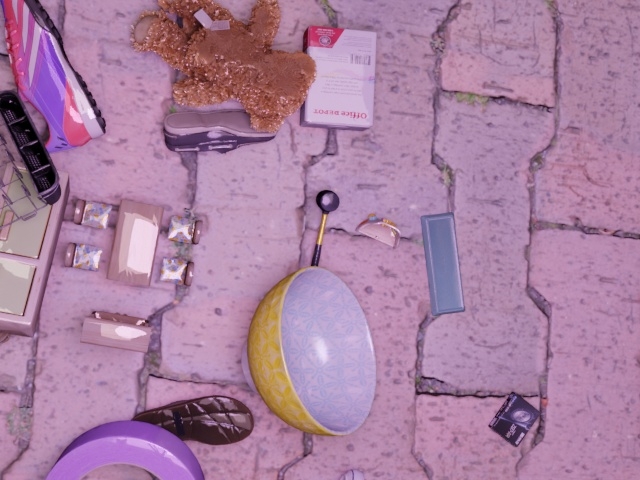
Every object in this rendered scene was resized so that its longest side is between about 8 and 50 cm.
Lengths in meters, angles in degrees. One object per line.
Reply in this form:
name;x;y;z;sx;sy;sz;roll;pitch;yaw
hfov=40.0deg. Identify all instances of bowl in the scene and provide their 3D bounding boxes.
bowl;-0.042;0.201;1.520;0.156;0.289;0.289;-16;93;32

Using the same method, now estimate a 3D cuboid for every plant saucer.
plant saucer;0.234;0.044;1.665;0.067;0.018;0.192;-7;89;-11

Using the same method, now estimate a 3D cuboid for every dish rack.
dish rack;-0.560;-0.093;1.391;0.271;0.074;0.208;-28;68;-10

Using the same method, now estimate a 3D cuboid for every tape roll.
tape roll;-0.332;0.450;1.485;0.275;0.090;0.275;0;96;-3

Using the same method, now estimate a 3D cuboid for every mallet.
mallet;0.000;0.000;1.596;0.039;0.062;0.190;11;87;-10

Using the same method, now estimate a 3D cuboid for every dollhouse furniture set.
dollhouse furniture set;-0.322;0.055;1.480;0.212;0.161;0.242;11;87;-11

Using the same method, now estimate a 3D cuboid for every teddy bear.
teddy bear;-0.170;-0.331;1.555;0.338;0.113;0.245;17;76;-2

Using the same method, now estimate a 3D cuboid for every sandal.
sandal;-0.226;0.320;1.551;0.219;0.060;0.090;-11;95;4

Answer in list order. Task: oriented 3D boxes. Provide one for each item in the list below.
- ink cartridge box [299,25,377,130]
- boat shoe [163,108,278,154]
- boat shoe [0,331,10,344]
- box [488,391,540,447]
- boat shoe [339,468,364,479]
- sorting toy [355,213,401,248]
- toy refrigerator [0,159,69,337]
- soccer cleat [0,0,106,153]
ink cartridge box;0.030;-0.291;1.602;0.127;0.072;0.175;3;88;-11
boat shoe;-0.179;-0.190;1.577;0.206;0.075;0.065;-1;132;-16
boat shoe;-0.599;0.157;1.471;0.285;0.089;0.104;-36;79;-13
box;0.372;0.343;1.685;0.067;0.018;0.083;39;82;-8
boat shoe;0.007;0.512;1.576;0.076;0.083;0.226;22;85;-11
sorting toy;0.117;-0.021;1.612;0.083;0.075;0.045;24;85;-10
toy refrigerator;-0.491;0.012;1.440;0.102;0.094;0.269;12;68;-11
soccer cleat;-0.482;-0.302;1.488;0.116;0.108;0.318;-28;97;-6
